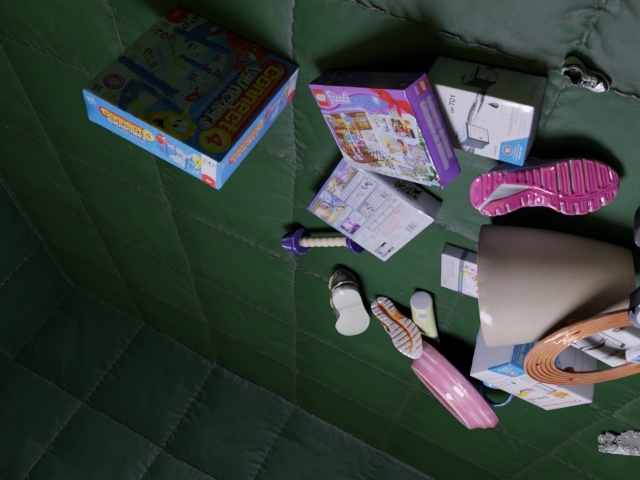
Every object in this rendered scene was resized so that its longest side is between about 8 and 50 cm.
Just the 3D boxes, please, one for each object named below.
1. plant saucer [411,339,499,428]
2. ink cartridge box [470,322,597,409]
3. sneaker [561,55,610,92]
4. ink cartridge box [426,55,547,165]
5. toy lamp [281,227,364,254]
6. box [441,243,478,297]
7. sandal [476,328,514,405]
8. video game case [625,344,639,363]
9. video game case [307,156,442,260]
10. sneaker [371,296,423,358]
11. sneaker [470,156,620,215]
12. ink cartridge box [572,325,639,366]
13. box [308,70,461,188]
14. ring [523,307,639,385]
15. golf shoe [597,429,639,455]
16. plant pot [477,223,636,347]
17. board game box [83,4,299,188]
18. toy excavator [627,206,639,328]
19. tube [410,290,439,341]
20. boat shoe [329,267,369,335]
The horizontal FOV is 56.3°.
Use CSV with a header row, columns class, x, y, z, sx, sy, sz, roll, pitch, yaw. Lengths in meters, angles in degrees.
class,x,y,z,sx,sy,sz,roll,pitch,yaw
plant saucer,0.389,0.446,1.808,0.332,0.084,0.332,47,174,7
ink cartridge box,0.520,0.284,1.453,0.232,0.168,0.171,25,153,-10
sneaker,0.406,-0.248,0.923,0.083,0.037,0.032,31,149,-2
ink cartridge box,0.277,-0.225,1.037,0.190,0.082,0.140,18,148,22
toy lamp,0.000,0.000,1.653,0.274,0.080,0.080,-3,135,42
box,0.387,0.089,1.454,0.186,0.038,0.145,18,149,22
sandal,0.493,0.351,1.652,0.126,0.138,0.318,11,143,37
video game case,0.639,0.177,0.963,0.201,0.023,0.183,10,153,-5
video game case,0.119,-0.083,1.424,0.244,0.061,0.269,33,151,-4
sneaker,0.234,0.260,1.776,0.215,0.084,0.083,56,178,30
sneaker,0.402,-0.109,1.086,0.252,0.111,0.103,1,111,15
ink cartridge box,0.631,0.191,1.325,0.203,0.086,0.148,28,150,8
box,0.114,-0.216,1.124,0.293,0.057,0.201,24,150,53
ring,0.565,0.205,1.171,0.336,0.032,0.337,-5,144,-4
golf shoe,0.893,0.586,1.720,0.085,0.069,0.176,21,159,-23
plant pot,0.470,0.085,1.194,0.273,0.257,0.257,-4,137,24
board game box,-0.248,-0.297,1.198,0.301,0.308,0.086,28,149,6
toy excavator,0.735,0.072,0.949,0.444,0.223,0.433,11,147,18
tube,0.299,0.227,1.736,0.062,0.070,0.240,-19,144,1
boat shoe,0.087,0.197,1.853,0.109,0.091,0.305,-12,144,1
